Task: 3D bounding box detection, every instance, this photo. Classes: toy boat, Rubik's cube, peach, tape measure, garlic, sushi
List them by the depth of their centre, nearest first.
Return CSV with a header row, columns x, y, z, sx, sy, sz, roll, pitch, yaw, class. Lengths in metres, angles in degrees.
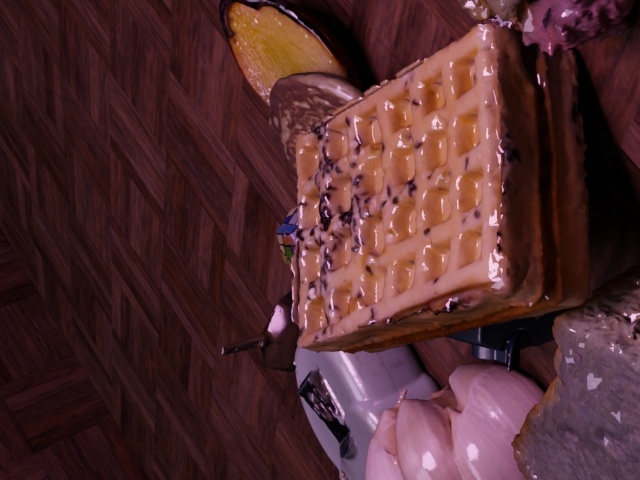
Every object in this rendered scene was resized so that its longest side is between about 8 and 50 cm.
x,y,z,sx,sy,sz,roll,pitch,yaw,class
0.165,-0.262,1.205,0.241,0.107,0.161,46,146,40,sushi
0.137,0.046,1.546,0.296,0.114,0.122,20,109,61,toy boat
0.143,0.254,1.636,0.203,0.184,0.281,56,155,16,garlic
-0.004,-0.194,1.679,0.279,0.068,0.189,53,156,-16,peach
0.000,0.000,1.821,0.093,0.111,0.111,9,125,31,Rubik's cube
0.055,0.219,1.874,0.246,0.125,0.243,58,155,18,tape measure

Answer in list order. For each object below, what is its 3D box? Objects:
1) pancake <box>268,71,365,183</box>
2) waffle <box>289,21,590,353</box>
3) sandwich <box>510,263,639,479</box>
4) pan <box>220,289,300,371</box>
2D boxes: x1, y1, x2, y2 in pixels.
x,y,z,sx,sy,sz,roll,pitch,yaw,class
0.030,-0.094,1.662,0.250,0.031,0.250,34,149,23,pancake
0.099,-0.037,1.389,0.376,0.114,0.261,-21,68,59,waffle
0.308,0.181,1.280,0.262,0.131,0.325,53,153,32,sandwich
-0.048,0.143,1.950,0.048,0.202,0.128,23,136,29,pan
